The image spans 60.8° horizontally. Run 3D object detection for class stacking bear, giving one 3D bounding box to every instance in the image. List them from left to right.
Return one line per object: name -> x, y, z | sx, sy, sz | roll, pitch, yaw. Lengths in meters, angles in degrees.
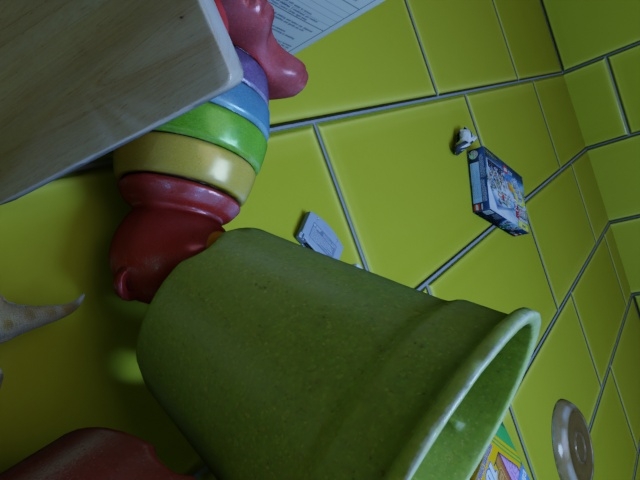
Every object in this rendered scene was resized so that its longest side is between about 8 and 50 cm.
stacking bear -> -0.129, -0.075, 0.546 | 0.175, 0.164, 0.289 | 43, 54, -67

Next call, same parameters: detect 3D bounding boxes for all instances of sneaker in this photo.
sneaker -> 0.322, -0.228, 1.249 | 0.044, 0.040, 0.109 | 51, 38, -2

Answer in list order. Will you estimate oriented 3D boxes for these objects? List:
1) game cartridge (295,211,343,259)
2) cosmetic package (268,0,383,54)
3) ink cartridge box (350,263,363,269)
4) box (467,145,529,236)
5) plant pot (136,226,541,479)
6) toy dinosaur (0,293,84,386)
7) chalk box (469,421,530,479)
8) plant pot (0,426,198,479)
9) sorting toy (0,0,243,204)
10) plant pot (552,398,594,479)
game cartridge -> 0.000, 0.000, 0.787 | 0.083, 0.017, 0.056 | 48, 49, -29
cosmetic package -> -0.054, -0.299, 0.597 | 0.153, 0.296, 0.129 | 8, 72, -50
ink cartridge box -> 0.027, 0.203, 0.667 | 0.201, 0.117, 0.278 | 45, 47, -32
box -> 0.439, -0.115, 1.339 | 0.233, 0.044, 0.159 | 20, 63, -46
plant pot -> -0.005, 0.121, 0.453 | 0.276, 0.254, 0.276 | -38, 143, -36
toy dinosaur -> -0.241, 0.067, 0.383 | 0.183, 0.053, 0.093 | 10, 69, -50
chalk box -> 0.196, 0.407, 0.755 | 0.179, 0.180, 0.289 | -45, 113, -48
plant pot -> -0.185, 0.261, 0.294 | 0.265, 0.272, 0.272 | -36, 106, -58
sorting toy -> -0.205, -0.192, 0.426 | 0.255, 0.257, 0.089 | 67, 22, -9
plant pot -> 0.645, 0.522, 1.379 | 0.236, 0.032, 0.236 | 20, 63, -45
